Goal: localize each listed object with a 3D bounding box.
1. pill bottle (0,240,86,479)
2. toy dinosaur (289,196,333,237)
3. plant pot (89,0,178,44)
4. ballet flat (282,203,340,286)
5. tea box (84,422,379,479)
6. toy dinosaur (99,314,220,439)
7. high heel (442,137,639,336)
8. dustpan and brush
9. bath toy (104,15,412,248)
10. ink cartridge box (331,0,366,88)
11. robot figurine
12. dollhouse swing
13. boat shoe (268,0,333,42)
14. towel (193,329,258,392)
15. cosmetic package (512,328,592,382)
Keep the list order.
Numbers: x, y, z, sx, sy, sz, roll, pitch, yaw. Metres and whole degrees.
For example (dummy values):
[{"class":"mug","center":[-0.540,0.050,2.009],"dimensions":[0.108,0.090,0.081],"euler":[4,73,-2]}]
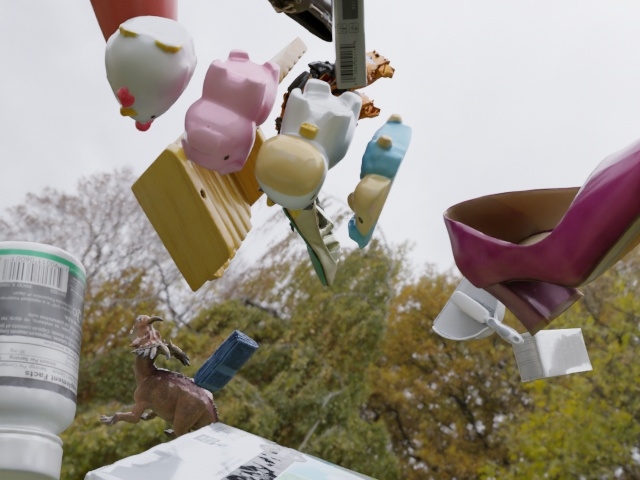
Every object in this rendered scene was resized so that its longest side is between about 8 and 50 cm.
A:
[{"class":"pill bottle","center":[-0.490,0.201,1.200],"dimensions":[0.204,0.361,0.204],"euler":[-3,-28,-2]},{"class":"toy dinosaur","center":[-0.036,-0.081,2.162],"dimensions":[0.064,0.118,0.268],"euler":[-121,-166,-54]},{"class":"plant pot","center":[-0.501,-0.657,2.031],"dimensions":[0.274,0.274,0.243],"euler":[2,-74,43]},{"class":"ballet flat","center":[0.000,0.000,1.582],"dimensions":[0.086,0.086,0.248],"euler":[13,-35,34]},{"class":"tea box","center":[-0.032,0.333,0.675],"dimensions":[0.323,0.220,0.329],"euler":[18,-3,10]},{"class":"toy dinosaur","center":[-0.273,0.290,1.429],"dimensions":[0.295,0.200,0.127],"euler":[33,8,-2]},{"class":"high heel","center":[0.214,-0.037,0.731],"dimensions":[0.181,0.127,0.377],"euler":[50,-25,17]},{"class":"dustpan and brush","center":[0.278,0.129,1.277],"dimensions":[0.060,0.147,0.211],"euler":[29,5,-41]},{"class":"bath toy","center":[-0.083,-0.120,0.809],"dimensions":[0.348,0.151,0.129],"euler":[26,-56,10]},{"class":"ink cartridge box","center":[0.041,-0.387,1.282],"dimensions":[0.066,0.232,0.189],"euler":[-7,-58,-4]},{"class":"robot figurine","center":[0.023,-0.272,1.498],"dimensions":[0.085,0.291,0.211],"euler":[38,-44,20]},{"class":"dollhouse swing","center":[-0.120,-0.147,1.385],"dimensions":[0.304,0.347,0.315],"euler":[-19,-67,21]},{"class":"boat shoe","center":[-0.039,-0.533,1.727],"dimensions":[0.112,0.335,0.096],"euler":[16,-81,29]},{"class":"towel","center":[-0.167,0.218,1.338],"dimensions":[0.067,0.119,0.029],"euler":[37,6,-45]},{"class":"cosmetic package","center":[0.497,0.244,1.614],"dimensions":[0.060,0.239,0.099],"euler":[-22,-108,39]}]
